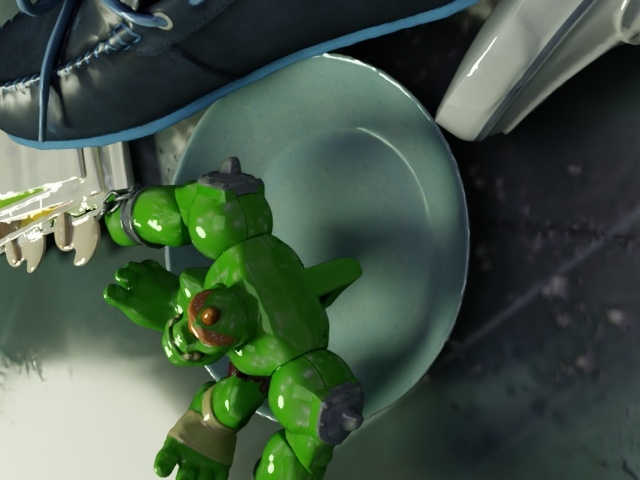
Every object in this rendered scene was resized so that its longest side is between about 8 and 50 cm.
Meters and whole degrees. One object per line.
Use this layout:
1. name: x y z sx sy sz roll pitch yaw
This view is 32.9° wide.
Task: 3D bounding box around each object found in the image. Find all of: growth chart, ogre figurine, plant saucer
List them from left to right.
1. growth chart: -0.212 -0.063 0.733 0.237 0.021 0.172 -4 89 35
2. ogre figurine: -0.042 0.043 0.532 0.118 0.096 0.197 -41 51 47
3. plant saucer: 0.000 0.000 0.576 0.194 0.037 0.195 0 90 34

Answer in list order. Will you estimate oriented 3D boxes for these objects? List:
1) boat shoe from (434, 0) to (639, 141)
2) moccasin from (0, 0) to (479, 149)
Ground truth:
1. boat shoe: 0.146 -0.119 0.443 0.084 0.095 0.258 38 129 -5
2. moccasin: -0.063 -0.151 0.555 0.341 0.117 0.138 -19 49 26
